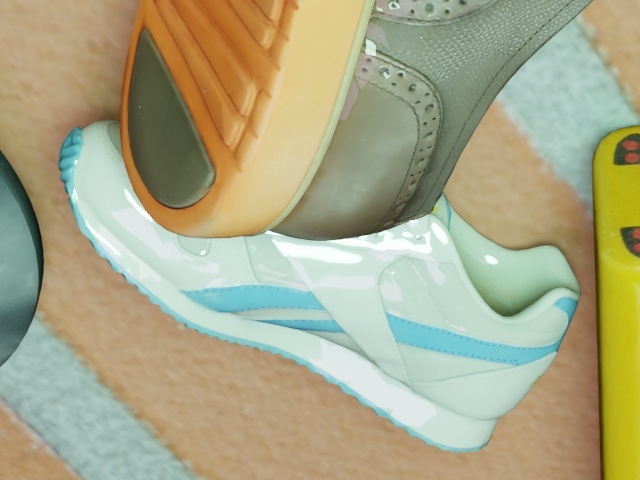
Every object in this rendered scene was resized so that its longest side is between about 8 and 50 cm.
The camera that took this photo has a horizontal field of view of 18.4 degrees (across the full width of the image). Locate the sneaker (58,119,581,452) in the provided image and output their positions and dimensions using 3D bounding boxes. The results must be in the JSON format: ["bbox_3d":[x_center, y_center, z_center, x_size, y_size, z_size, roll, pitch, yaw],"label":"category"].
[{"bbox_3d":[0.000,0.000,0.815,0.228,0.087,0.092,26,116,-22],"label":"sneaker"}]

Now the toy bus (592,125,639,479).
[{"bbox_3d":[0.181,0.056,0.823,0.130,0.108,0.333,-2,127,8],"label":"toy bus"}]

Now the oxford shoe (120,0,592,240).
[{"bbox_3d":[0.051,-0.159,0.679,0.132,0.130,0.364,6,124,-36],"label":"oxford shoe"}]

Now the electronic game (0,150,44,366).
[{"bbox_3d":[-0.231,-0.006,0.841,0.229,0.048,0.229,5,135,5],"label":"electronic game"}]
